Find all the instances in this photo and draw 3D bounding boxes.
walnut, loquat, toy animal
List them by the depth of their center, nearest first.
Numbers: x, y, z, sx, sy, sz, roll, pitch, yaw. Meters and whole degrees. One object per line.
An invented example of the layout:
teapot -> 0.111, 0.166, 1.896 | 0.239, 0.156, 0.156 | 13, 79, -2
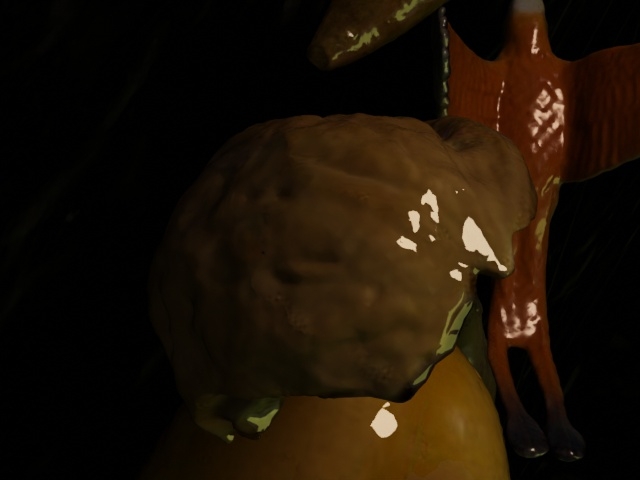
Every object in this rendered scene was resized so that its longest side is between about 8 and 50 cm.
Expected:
walnut -> -0.002, 0.007, 1.062 | 0.238, 0.141, 0.204 | -43, -160, 9
loquat -> 0.001, 0.164, 1.295 | 0.263, 0.263, 0.263 | -52, 165, -21
toy animal -> 0.160, -0.028, 1.378 | 0.302, 0.225, 0.284 | -111, -154, -74

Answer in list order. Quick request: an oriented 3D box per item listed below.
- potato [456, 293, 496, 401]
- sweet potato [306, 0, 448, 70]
potato -> 0.068, 0.118, 1.565 | 0.165, 0.165, 0.262 | -48, 159, -32
sweet potato -> 0.082, -0.184, 1.129 | 0.244, 0.077, 0.077 | -55, 165, -11
